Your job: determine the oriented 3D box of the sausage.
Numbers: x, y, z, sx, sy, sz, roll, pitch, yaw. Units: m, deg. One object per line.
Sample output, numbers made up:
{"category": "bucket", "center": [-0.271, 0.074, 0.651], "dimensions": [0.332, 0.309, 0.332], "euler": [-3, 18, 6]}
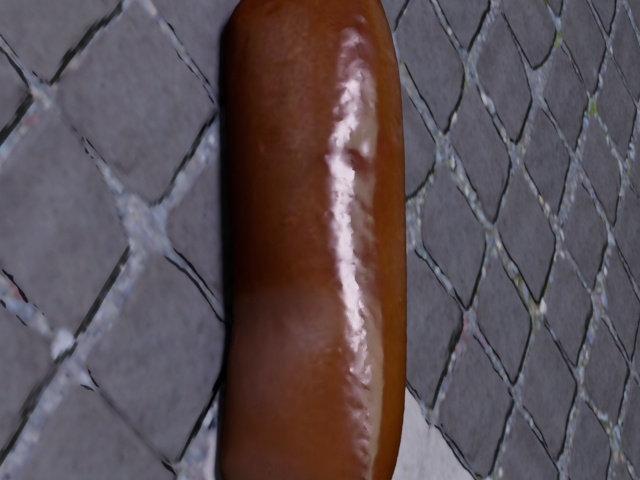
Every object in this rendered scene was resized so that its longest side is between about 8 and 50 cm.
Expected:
{"category": "sausage", "center": [0.000, 0.000, 0.575], "dimensions": [0.083, 0.089, 0.300], "euler": [23, 63, -59]}
